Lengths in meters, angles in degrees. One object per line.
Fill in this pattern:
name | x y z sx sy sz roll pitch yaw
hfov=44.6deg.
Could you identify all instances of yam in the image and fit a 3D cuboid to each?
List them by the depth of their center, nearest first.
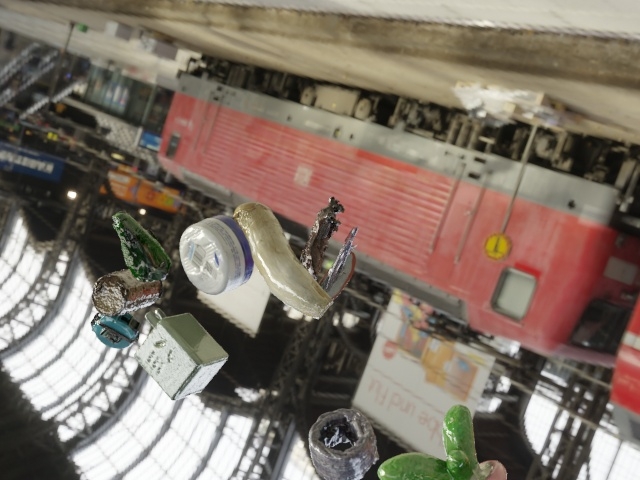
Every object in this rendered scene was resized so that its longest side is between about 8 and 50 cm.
yam | -0.543 0.140 2.200 0.131 0.131 0.279 20 -175 7

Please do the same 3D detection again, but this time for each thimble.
thimble | 0.048 0.449 1.705 0.150 0.098 0.150 -6 -148 4

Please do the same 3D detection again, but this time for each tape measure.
tape measure | -0.602 0.257 2.297 0.146 0.125 0.081 35 -144 -17

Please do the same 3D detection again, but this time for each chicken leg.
chicken leg | 0.000 0.000 1.988 0.063 0.234 0.105 21 -178 -9

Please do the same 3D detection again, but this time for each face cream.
face cream | -0.285 0.042 2.111 0.206 0.206 0.111 23 -149 34

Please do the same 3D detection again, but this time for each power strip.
power strip | -0.370 0.271 1.974 0.224 0.140 0.139 44 -161 17

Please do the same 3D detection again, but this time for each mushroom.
mushroom | -0.095 0.044 1.860 0.122 0.095 0.351 -9 -127 -40

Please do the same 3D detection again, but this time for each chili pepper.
chili pepper | -0.468 0.019 1.996 0.216 0.108 0.062 63 178 -27

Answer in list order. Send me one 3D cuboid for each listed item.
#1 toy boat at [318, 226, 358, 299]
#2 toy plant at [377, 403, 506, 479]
toy boat | 0.050 0.089 2.243 0.072 0.219 0.318 30 166 6
toy plant | 0.378 0.672 2.121 0.356 0.317 0.210 54 165 -2
